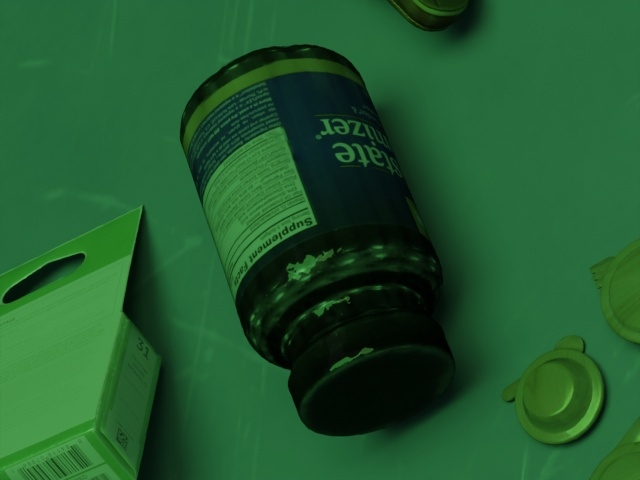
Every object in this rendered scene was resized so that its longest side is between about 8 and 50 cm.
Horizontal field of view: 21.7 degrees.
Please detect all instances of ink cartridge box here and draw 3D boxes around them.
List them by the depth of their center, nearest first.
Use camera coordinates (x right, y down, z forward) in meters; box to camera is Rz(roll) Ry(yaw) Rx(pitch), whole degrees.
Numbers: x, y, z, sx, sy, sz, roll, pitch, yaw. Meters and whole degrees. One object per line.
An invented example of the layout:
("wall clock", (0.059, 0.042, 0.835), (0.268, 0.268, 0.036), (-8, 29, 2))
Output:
("ink cartridge box", (-0.188, 0.093, 1.121), (0.171, 0.056, 0.235), (-25, 29, 20))

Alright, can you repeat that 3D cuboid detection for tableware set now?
("tableware set", (0.176, 0.083, 0.891), (0.141, 0.020, 0.168), (-43, 51, 13))

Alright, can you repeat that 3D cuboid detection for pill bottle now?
("pill bottle", (0.000, 0.000, 0.990), (0.123, 0.123, 0.219), (-35, 55, 21))

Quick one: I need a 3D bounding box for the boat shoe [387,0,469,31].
("boat shoe", (0.044, -0.191, 1.082), (0.178, 0.064, 0.060), (62, 142, 37))
